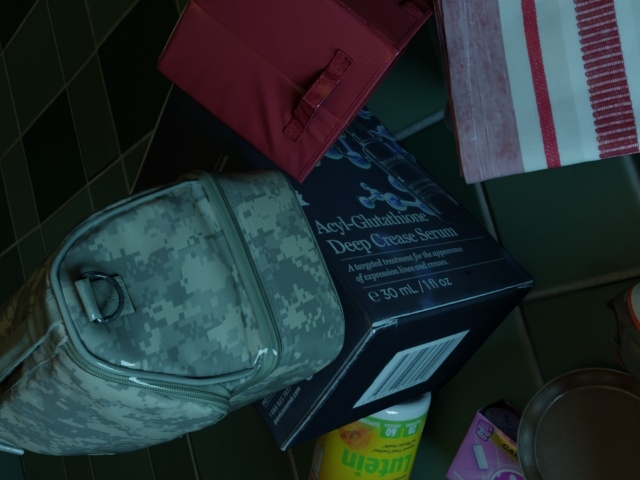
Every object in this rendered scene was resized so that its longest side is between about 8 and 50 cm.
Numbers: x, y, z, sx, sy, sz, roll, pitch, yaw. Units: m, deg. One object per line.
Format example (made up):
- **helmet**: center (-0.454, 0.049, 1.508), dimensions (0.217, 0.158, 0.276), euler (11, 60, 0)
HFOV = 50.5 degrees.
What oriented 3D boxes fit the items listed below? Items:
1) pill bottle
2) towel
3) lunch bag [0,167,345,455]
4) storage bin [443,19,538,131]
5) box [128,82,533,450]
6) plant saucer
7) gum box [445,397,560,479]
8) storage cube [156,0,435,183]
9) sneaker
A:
- **pill bottle**: center (0.059, 0.295, 0.928), dimensions (0.136, 0.136, 0.246), euler (28, 115, 40)
- **towel**: center (0.273, -0.197, 0.620), dimensions (0.329, 0.037, 0.237), euler (-10, 89, 23)
- **lunch bag**: center (-0.171, 0.082, 0.627), dimensions (0.305, 0.256, 0.213), euler (-33, 72, 44)
- **storage bin**: center (0.202, -0.178, 0.744), dimensions (0.098, 0.091, 0.135), euler (31, 116, 39)
- **box**: center (0.000, 0.000, 0.834), dimensions (0.395, 0.293, 0.212), euler (51, 128, 28)
- **plant saucer**: center (0.292, 0.218, 0.707), dimensions (0.168, 0.029, 0.168), euler (-12, 62, 24)
- **gum box**: center (0.249, 0.289, 0.784), dimensions (0.188, 0.062, 0.107), euler (38, 122, 36)
- **storage cube**: center (-0.019, -0.215, 0.706), dimensions (0.193, 0.215, 0.184), euler (38, 129, -2)
- **sneaker**: center (0.335, 0.122, 0.685), dimensions (0.065, 0.061, 0.158), euler (-36, 62, 59)
